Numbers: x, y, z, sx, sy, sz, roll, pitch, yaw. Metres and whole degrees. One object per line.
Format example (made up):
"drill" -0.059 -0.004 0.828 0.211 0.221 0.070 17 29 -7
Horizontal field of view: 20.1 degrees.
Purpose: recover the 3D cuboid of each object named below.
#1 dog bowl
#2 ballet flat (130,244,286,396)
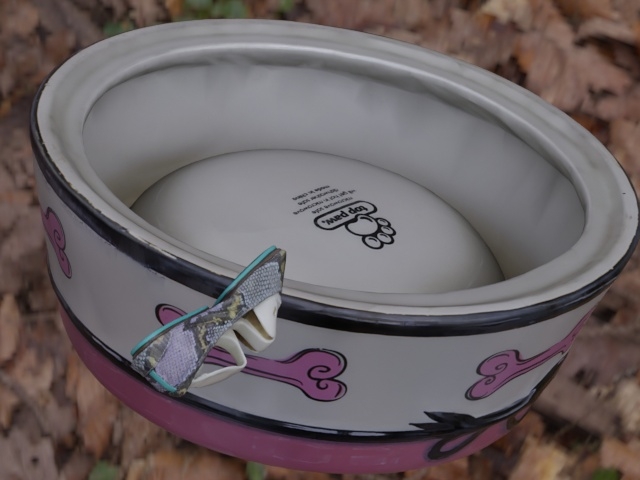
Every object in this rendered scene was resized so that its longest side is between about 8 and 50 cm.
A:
"dog bowl" 0.000 0.000 1.226 0.408 0.150 0.408 9 29 -5
"ballet flat" -0.044 0.042 0.859 0.041 0.041 0.114 37 41 14
